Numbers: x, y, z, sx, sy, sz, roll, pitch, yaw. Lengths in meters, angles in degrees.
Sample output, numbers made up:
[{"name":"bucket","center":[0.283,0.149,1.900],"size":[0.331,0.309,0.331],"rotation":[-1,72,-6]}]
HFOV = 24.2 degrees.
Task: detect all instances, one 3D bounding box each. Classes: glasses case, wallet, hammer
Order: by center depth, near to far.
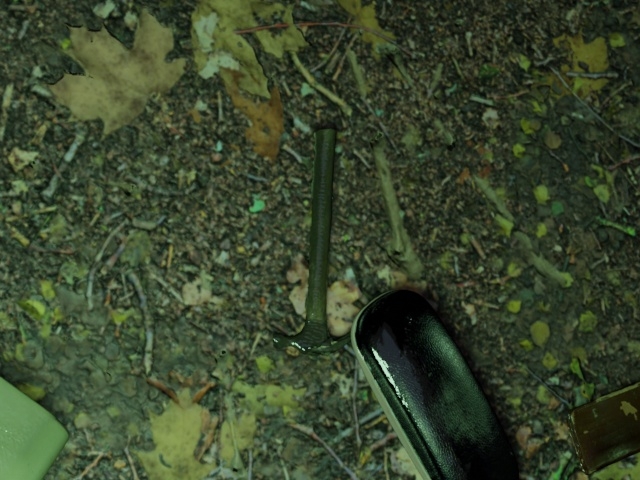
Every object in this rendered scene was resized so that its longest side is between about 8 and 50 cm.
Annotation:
[{"name":"glasses case","center":[0.147,0.209,1.897],"size":[0.122,0.075,0.314],"rotation":[-33,95,-30]},{"name":"hammer","center":[0.000,0.000,1.914],"size":[0.125,0.027,0.297],"rotation":[6,77,-20]},{"name":"wallet","center":[0.416,0.246,2.025],"size":[0.176,0.026,0.095],"rotation":[-19,92,-23]}]

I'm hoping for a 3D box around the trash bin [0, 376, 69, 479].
[{"name":"trash bin","center":[-0.437,0.251,1.646],"size":[0.243,0.121,0.247],"rotation":[37,65,-11]}]
